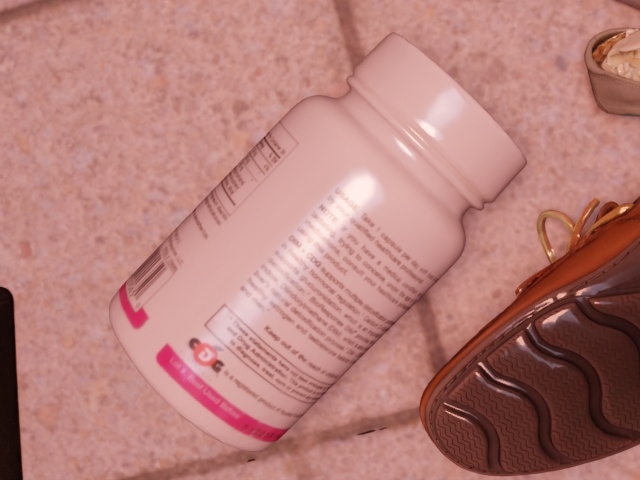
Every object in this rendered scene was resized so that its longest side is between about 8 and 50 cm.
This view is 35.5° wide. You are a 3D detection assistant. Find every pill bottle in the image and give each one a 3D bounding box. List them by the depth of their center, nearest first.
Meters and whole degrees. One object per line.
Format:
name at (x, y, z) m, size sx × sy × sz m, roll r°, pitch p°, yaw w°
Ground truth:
pill bottle at (0.000, 0.000, 0.714) m, size 0.160 × 0.160 × 0.283 m, roll 45°, pitch 97°, yaw 4°

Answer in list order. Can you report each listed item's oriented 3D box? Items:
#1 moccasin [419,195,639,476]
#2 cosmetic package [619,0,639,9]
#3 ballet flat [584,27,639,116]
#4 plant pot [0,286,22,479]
moccasin at (0.231, 0.026, 0.706) m, size 0.380 × 0.147 × 0.139 m, roll -43°, pitch 100°, yaw 3°
cosmetic package at (0.345, -0.241, 0.674) m, size 0.225 × 0.138 × 0.224 m, roll 24°, pitch 94°, yaw 5°
ballet flat at (0.266, -0.114, 0.665) m, size 0.072 × 0.213 × 0.068 m, roll -46°, pitch 123°, yaw -23°
plant pot at (-0.355, 0.136, 0.763) m, size 0.188 × 0.167 × 0.187 m, roll -2°, pitch 91°, yaw 9°
